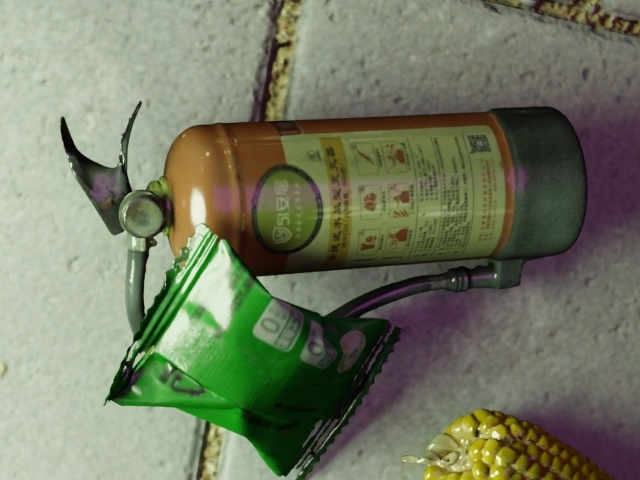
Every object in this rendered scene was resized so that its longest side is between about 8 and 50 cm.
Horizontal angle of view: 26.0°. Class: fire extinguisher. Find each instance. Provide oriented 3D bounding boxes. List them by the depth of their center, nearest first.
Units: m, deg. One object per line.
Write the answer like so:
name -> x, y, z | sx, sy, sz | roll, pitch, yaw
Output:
fire extinguisher -> 0.003, -0.002, 1.010 | 0.376, 0.113, 0.200 | -2, 88, -15

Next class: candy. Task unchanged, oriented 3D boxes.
candy -> -0.044, 0.093, 0.974 | 0.203, 0.078, 0.141 | 28, 114, -38

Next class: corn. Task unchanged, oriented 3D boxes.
corn -> 0.206, 0.225, 1.057 | 0.310, 0.101, 0.101 | 33, 79, -9
